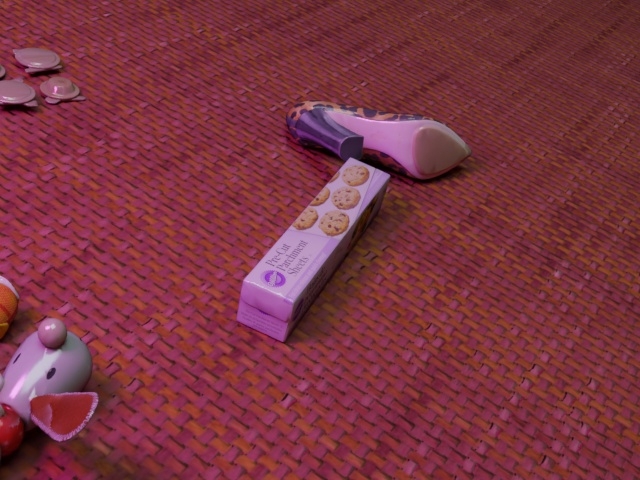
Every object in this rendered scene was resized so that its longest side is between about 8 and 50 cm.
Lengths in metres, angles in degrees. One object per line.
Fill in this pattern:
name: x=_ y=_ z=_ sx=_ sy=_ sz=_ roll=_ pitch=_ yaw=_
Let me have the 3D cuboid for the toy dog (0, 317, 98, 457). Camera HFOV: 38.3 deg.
toy dog: x=-0.293 y=0.149 z=0.728 sx=0.220 sy=0.161 sz=0.333 roll=9 pitch=34 yaw=-11

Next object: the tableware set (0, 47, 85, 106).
tableware set: x=-0.424 y=-0.233 z=1.317 sx=0.141 sy=0.020 sz=0.169 roll=-13 pitch=44 yaw=-36

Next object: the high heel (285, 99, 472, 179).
high heel: x=0.085 y=-0.162 z=1.370 sx=0.261 sy=0.093 sz=0.186 roll=1 pitch=22 yaw=-34

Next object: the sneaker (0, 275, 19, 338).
sneaker: x=-0.392 y=0.056 z=0.913 sx=0.175 sy=0.064 sz=0.067 roll=9 pitch=47 yaw=-4

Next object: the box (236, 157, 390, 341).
box: x=0.000 y=0.000 z=1.128 sx=0.067 sy=0.063 sz=0.324 roll=24 pitch=37 yaw=13
